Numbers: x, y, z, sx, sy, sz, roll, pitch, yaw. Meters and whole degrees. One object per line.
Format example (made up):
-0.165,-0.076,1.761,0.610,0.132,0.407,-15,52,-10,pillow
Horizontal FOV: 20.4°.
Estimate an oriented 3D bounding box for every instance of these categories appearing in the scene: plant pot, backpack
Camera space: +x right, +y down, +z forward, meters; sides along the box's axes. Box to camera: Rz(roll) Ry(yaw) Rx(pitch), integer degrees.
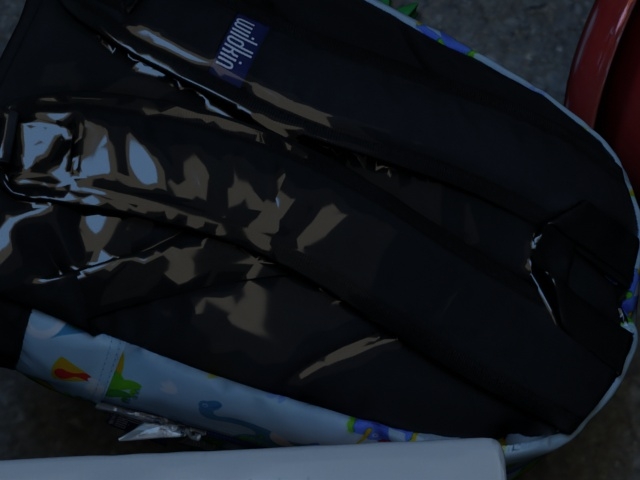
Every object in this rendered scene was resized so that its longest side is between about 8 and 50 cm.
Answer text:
0.247,-0.087,1.061,0.174,0.191,0.191,21,68,20,plant pot
0.000,0.000,0.974,0.356,0.273,0.290,13,62,4,backpack

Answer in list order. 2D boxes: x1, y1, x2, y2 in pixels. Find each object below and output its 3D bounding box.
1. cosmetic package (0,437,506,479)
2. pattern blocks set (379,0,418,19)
-0.132,0.218,0.908,0.453,0.230,0.161,-3,65,0,cosmetic package
-0.038,-0.255,1.228,0.285,0.026,0.325,-37,70,-14,pattern blocks set
